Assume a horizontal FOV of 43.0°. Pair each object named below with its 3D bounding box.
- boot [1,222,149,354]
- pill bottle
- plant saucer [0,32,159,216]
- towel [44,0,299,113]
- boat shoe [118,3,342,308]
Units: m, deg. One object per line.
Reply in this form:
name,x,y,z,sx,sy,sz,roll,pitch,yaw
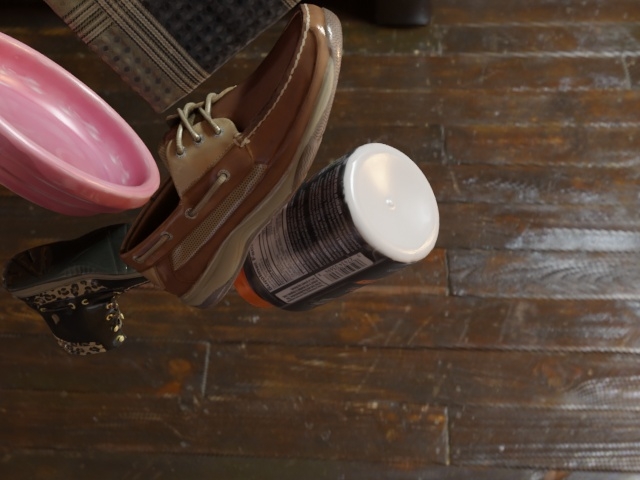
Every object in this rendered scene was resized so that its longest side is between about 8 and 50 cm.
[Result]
boot,-0.282,0.070,1.098,0.237,0.178,0.085,-11,50,1
pill bottle,0.000,0.000,0.881,0.130,0.246,0.130,17,61,-34
plant saucer,-0.365,-0.145,1.056,0.084,0.332,0.332,-47,61,13
towel,-0.182,-0.355,0.934,0.312,0.324,0.056,-37,27,11
boat shoe,-0.089,-0.072,0.737,0.116,0.324,0.123,22,27,-20
